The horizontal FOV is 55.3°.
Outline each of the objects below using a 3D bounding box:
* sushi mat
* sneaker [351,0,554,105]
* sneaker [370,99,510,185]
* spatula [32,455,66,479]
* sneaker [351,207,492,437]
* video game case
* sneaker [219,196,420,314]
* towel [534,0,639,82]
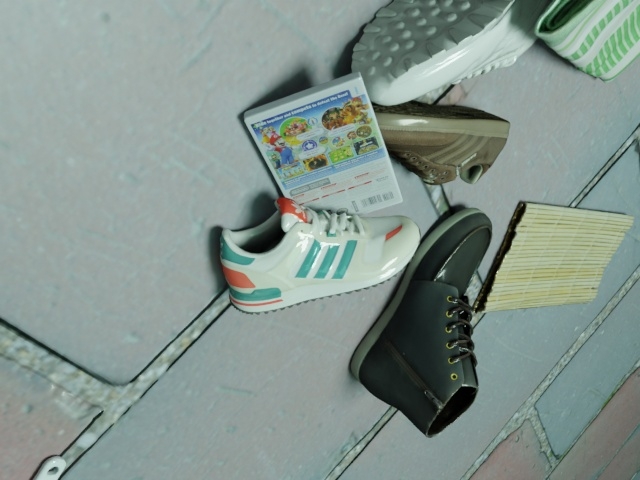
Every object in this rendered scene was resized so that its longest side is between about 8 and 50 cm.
[{"bbox_3d":[0.328,0.027,0.830,0.316,0.019,0.152,2,113,-42],"label":"sushi mat"},{"bbox_3d":[0.124,-0.167,0.485,0.235,0.090,0.095,-39,144,-15],"label":"sneaker"},{"bbox_3d":[0.097,-0.078,0.524,0.188,0.066,0.071,-4,119,-39],"label":"sneaker"},{"bbox_3d":[-0.295,0.243,0.411,0.168,0.019,0.242,31,93,-46],"label":"spatula"},{"bbox_3d":[0.136,0.082,0.619,0.083,0.118,0.222,26,96,-47],"label":"sneaker"},{"bbox_3d":[0.006,-0.061,0.461,0.087,0.011,0.122,-17,135,10],"label":"video game case"},{"bbox_3d":[0.000,0.000,0.469,0.161,0.057,0.075,-16,124,-4],"label":"sneaker"},{"bbox_3d":[0.308,-0.241,0.509,0.248,0.038,0.324,-47,165,26],"label":"towel"}]
